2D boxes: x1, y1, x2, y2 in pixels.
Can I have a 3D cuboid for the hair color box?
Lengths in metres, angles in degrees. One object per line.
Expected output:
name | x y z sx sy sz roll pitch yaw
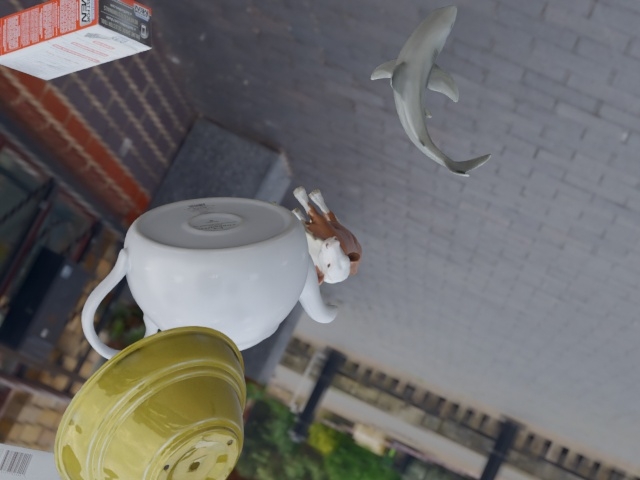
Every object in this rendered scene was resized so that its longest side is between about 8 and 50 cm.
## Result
hair color box | -0.286 -0.236 1.322 0.167 0.053 0.093 -9 167 30

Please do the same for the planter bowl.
planter bowl | -0.143 0.198 1.134 0.090 0.217 0.217 42 -178 38

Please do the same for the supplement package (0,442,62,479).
supplement package | -0.378 0.384 1.532 0.139 0.134 0.244 8 147 14

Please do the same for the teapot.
teapot | -0.136 0.063 1.485 0.256 0.187 0.252 8 -158 20

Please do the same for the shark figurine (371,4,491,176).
shark figurine | 0.146 -0.212 1.752 0.166 0.278 0.116 -14 169 24

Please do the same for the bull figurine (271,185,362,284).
bull figurine | 0.000 0.000 2.060 0.188 0.101 0.310 57 -175 8
